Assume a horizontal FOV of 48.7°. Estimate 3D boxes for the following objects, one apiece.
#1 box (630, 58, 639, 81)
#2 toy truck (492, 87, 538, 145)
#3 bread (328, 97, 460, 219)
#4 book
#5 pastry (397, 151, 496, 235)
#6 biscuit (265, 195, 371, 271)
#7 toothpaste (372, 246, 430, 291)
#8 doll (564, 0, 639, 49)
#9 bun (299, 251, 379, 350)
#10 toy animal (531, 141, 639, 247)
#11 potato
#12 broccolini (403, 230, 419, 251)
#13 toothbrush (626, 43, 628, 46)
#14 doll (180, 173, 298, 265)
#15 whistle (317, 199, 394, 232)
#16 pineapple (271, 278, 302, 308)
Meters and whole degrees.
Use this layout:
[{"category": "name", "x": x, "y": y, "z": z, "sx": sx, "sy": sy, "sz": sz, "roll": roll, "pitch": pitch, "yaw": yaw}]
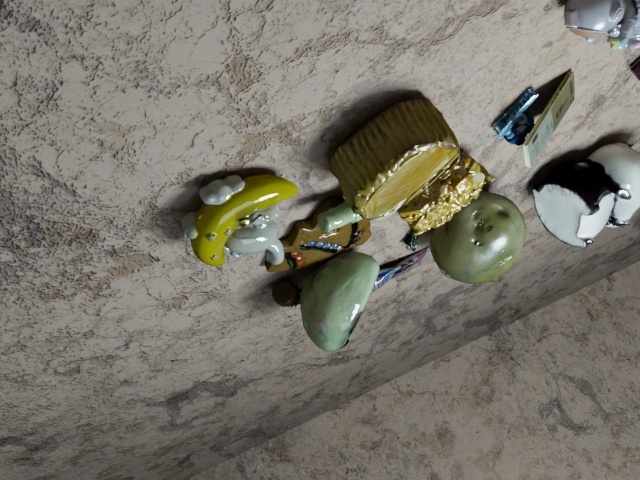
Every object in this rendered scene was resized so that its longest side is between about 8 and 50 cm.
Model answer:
[{"category": "box", "x": 0.836, "y": -0.449, "z": 1.624, "sx": 0.120, "sy": 0.069, "sz": 0.224, "roll": -2, "pitch": 148, "yaw": -43}, {"category": "toy truck", "x": 0.457, "y": -0.279, "z": 1.599, "sx": 0.074, "sy": 0.063, "sz": 0.136, "roll": 12, "pitch": 132, "yaw": -33}, {"category": "bread", "x": 0.148, "y": -0.164, "z": 1.415, "sx": 0.253, "sy": 0.142, "sz": 0.227, "roll": -41, "pitch": 151, "yaw": 23}, {"category": "book", "x": 0.521, "y": -0.272, "z": 1.611, "sx": 0.198, "sy": 0.016, "sz": 0.138, "roll": -57, "pitch": 155, "yaw": -3}, {"category": "pastry", "x": 0.303, "y": -0.113, "z": 1.709, "sx": 0.250, "sy": 0.102, "sz": 0.154, "roll": -34, "pitch": 144, "yaw": 22}, {"category": "biscuit", "x": 0.001, "y": 0.001, "z": 1.709, "sx": 0.302, "sy": 0.043, "sz": 0.278, "roll": -32, "pitch": 155, "yaw": 13}, {"category": "toothpaste", "x": 0.216, "y": 0.091, "z": 2.109, "sx": 0.266, "sy": 0.061, "sz": 0.096, "roll": -23, "pitch": 155, "yaw": -24}, {"category": "doll", "x": 0.575, "y": -0.430, "z": 1.327, "sx": 0.287, "sy": 0.150, "sz": 0.151, "roll": -6, "pitch": 150, "yaw": -25}, {"category": "bun", "x": 0.030, "y": 0.144, "z": 1.839, "sx": 0.283, "sy": 0.179, "sz": 0.283, "roll": 25, "pitch": 90, "yaw": -88}, {"category": "toy animal", "x": 0.784, "y": -0.147, "z": 2.002, "sx": 0.310, "sy": 0.251, "sz": 0.251, "roll": -28, "pitch": 158, "yaw": -23}, {"category": "potato", "x": 0.422, "y": 0.002, "z": 1.918, "sx": 0.243, "sy": 0.221, "sz": 0.326, "roll": -31, "pitch": 161, "yaw": -13}, {"category": "broccolini", "x": 0.268, "y": -0.043, "z": 1.914, "sx": 0.042, "sy": 0.044, "sz": 0.218, "roll": -3, "pitch": 145, "yaw": -13}, {"category": "toothbrush", "x": 0.834, "y": -0.492, "z": 1.497, "sx": 0.414, "sy": 0.035, "sz": 0.042, "roll": -20, "pitch": 165, "yaw": 13}, {"category": "doll", "x": -0.156, "y": -0.035, "z": 1.408, "sx": 0.252, "sy": 0.111, "sz": 0.237, "roll": -6, "pitch": 133, "yaw": -36}, {"category": "whistle", "x": 0.108, "y": -0.082, "z": 1.581, "sx": 0.258, "sy": 0.067, "sz": 0.126, "roll": -24, "pitch": 143, "yaw": -27}, {"category": "pineapple", "x": -0.082, "y": 0.151, "z": 1.906, "sx": 0.074, "sy": 0.074, "sz": 0.159, "roll": -29, "pitch": 164, "yaw": 5}]
